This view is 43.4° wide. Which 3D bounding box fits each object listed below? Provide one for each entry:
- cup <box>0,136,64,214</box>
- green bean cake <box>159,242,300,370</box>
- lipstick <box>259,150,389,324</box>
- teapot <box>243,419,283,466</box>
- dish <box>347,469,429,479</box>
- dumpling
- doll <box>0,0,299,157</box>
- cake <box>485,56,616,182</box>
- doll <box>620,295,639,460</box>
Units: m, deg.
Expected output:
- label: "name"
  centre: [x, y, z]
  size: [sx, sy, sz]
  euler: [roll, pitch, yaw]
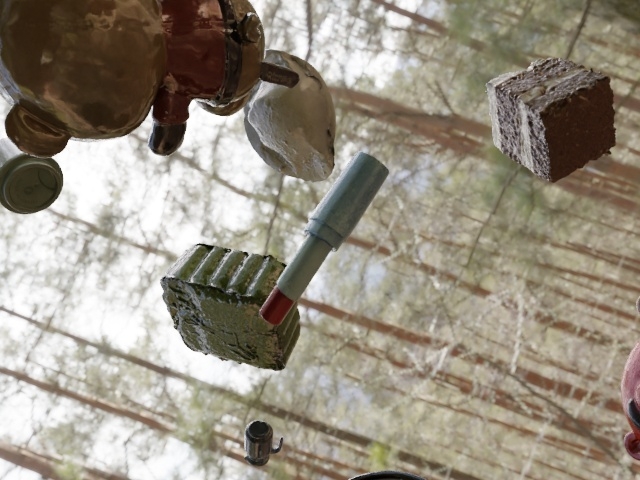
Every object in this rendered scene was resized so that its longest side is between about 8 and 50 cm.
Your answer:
- label: "cup"
  centre: [-0.529, -0.124, 1.424]
  size: [0.120, 0.141, 0.120]
  euler: [-22, -46, -25]
- label: "green bean cake"
  centre: [-0.142, 0.110, 1.318]
  size: [0.200, 0.214, 0.113]
  euler: [82, -152, -44]
- label: "lipstick"
  centre: [0.000, 0.000, 1.128]
  size: [0.274, 0.061, 0.068]
  euler: [-56, 15, -11]
- label: "teapot"
  centre: [-0.102, 0.347, 1.397]
  size: [0.063, 0.049, 0.083]
  euler: [-33, -36, -36]
- label: "dish"
  centre: [0.089, 0.479, 1.145]
  size: [0.120, 0.303, 0.303]
  euler: [64, -146, -37]
- label: "dumpling"
  centre: [-0.081, -0.249, 1.664]
  size: [0.175, 0.227, 0.243]
  euler: [11, -108, -48]
- label: "doll"
  centre: [-0.188, -0.205, 0.854]
  size: [0.174, 0.330, 0.235]
  euler: [5, 103, 52]
- label: "cake"
  centre: [0.335, -0.182, 1.184]
  size: [0.147, 0.135, 0.134]
  euler: [38, 151, 54]
- label: "doll"
  centre: [0.326, 0.102, 0.646]
  size: [0.217, 0.183, 0.085]
  euler: [-38, -29, 24]
